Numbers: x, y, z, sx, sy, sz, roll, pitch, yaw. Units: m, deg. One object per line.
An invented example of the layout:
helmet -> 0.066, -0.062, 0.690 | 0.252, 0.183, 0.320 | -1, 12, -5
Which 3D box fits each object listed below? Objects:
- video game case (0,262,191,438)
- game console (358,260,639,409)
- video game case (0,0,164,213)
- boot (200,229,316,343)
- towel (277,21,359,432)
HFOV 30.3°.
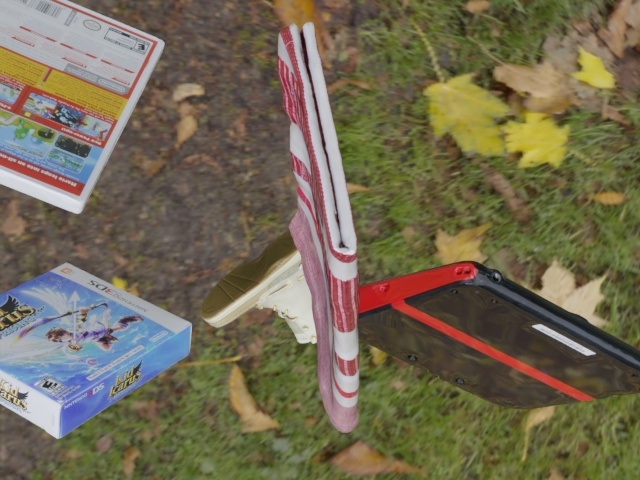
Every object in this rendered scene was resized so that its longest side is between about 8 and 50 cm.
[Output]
video game case -> -0.356, 0.141, 1.634 | 0.244, 0.269, 0.061 | 22, 120, 25
game console -> 0.251, 0.139, 1.675 | 0.342, 0.387, 0.060 | -23, 46, 54
video game case -> -0.319, -0.174, 1.358 | 0.204, 0.285, 0.025 | 22, 139, -5
boot -> -0.064, 0.099, 1.768 | 0.213, 0.077, 0.165 | -38, 125, -18
towel -> 0.000, 0.000, 1.038 | 0.037, 0.329, 0.237 | -9, 59, -4
